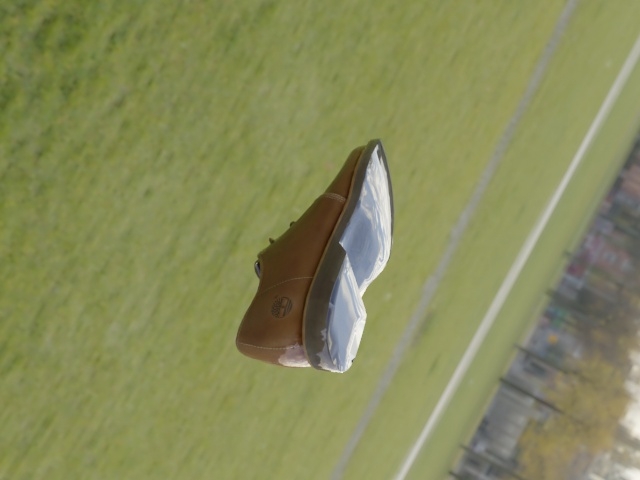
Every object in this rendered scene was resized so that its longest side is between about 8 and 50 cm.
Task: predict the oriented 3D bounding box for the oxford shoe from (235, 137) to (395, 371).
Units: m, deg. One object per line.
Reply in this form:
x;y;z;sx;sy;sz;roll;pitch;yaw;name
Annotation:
0.000;0.000;0.829;0.212;0.076;0.076;-63;144;-51;oxford shoe
